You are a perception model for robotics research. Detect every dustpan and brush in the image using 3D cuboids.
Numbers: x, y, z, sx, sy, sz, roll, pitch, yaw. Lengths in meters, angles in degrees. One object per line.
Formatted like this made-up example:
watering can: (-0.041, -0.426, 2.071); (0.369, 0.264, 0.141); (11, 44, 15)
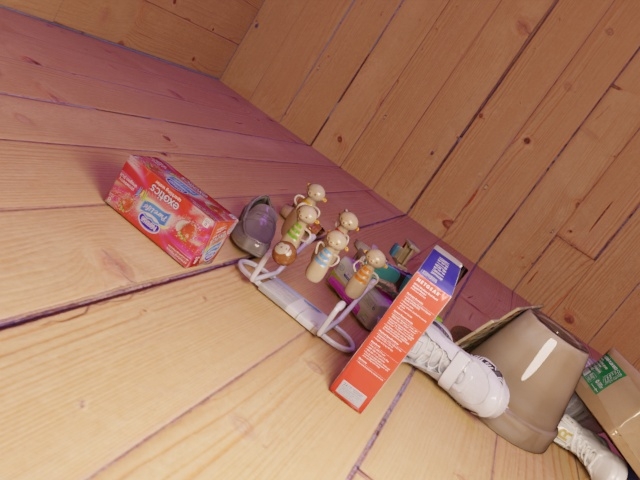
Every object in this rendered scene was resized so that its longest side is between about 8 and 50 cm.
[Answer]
dustpan and brush: (0.196, 0.046, 2.334); (0.147, 0.060, 0.211); (33, 14, -4)

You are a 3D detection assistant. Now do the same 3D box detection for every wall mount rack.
wall mount rack: (-0.015, 0.106, 1.541); (0.350, 0.130, 0.304); (38, 15, 11)

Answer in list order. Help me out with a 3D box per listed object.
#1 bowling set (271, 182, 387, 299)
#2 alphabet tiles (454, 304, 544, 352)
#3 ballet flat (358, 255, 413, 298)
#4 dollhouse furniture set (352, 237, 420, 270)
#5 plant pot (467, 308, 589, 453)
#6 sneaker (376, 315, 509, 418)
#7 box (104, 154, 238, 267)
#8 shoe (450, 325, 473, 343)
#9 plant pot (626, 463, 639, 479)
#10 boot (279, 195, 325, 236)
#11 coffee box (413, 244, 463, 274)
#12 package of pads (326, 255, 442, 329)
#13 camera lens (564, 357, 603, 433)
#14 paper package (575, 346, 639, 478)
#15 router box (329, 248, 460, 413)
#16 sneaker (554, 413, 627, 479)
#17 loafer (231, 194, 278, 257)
bowling set: (0.000, 0.000, 1.400); (0.287, 0.154, 0.200); (40, 19, 20)
alphabet tiles: (0.481, 0.261, 1.805); (0.342, 0.285, 0.011); (4, 52, -54)
ballet flat: (0.202, 0.112, 1.710); (0.241, 0.091, 0.077); (37, -8, -8)
dollhouse furniture set: (0.207, 0.053, 2.088); (0.129, 0.184, 0.129); (29, 15, -18)
plant pot: (0.548, 0.348, 1.692); (0.323, 0.280, 0.323); (32, 15, -10)
sneaker: (0.286, 0.299, 1.578); (0.210, 0.137, 0.366); (21, 15, -38)
box: (-0.329, -0.067, 1.414); (0.256, 0.128, 0.122); (38, 15, 13)
shoe: (0.482, 0.349, 2.002); (0.219, 0.076, 0.058); (47, -25, 48)
plant pot: (1.051, 0.684, 1.814); (0.236, 0.236, 0.212); (24, 23, -35)
boot: (-0.044, -0.075, 2.194); (0.152, 0.073, 0.197); (35, 26, 9)
coffee box: (0.424, 0.126, 2.271); (0.119, 0.168, 0.297); (38, 6, 16)
package of pads: (0.179, 0.168, 1.823); (0.296, 0.101, 0.229); (20, 21, -43)
camera lens: (0.793, 0.463, 1.965); (0.274, 0.219, 0.219); (25, 17, -32)
paper package: (0.829, 0.484, 1.650); (0.309, 0.168, 0.325); (53, 10, -8)
router box: (0.172, 0.179, 1.368); (0.082, 0.301, 0.335); (37, 14, 8)
sneaker: (0.694, 0.561, 1.698); (0.169, 0.108, 0.292); (31, 7, 6)
loafer: (-0.172, -0.047, 1.728); (0.112, 0.111, 0.319); (29, 15, -17)
